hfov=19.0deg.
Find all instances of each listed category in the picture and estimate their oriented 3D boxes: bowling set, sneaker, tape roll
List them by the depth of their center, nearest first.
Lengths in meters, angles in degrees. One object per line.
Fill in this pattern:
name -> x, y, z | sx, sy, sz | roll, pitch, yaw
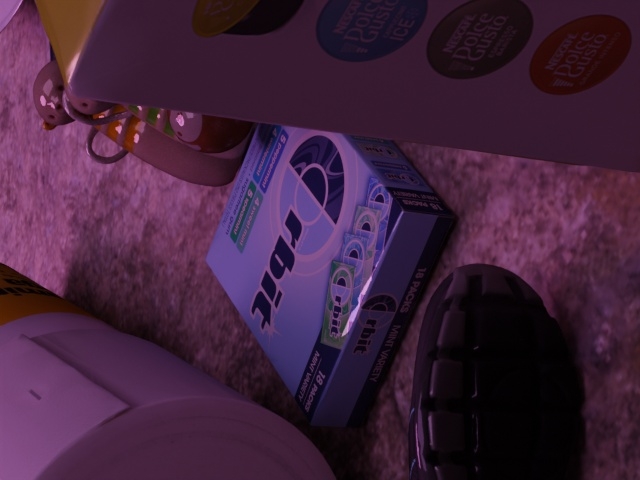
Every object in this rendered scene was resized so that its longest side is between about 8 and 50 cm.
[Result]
sneaker -> 0.071, 0.146, 1.004 | 0.106, 0.101, 0.267 | -16, 71, 59
tape roll -> -0.125, 0.191, 1.178 | 0.169, 0.246, 0.246 | 23, 105, 57
bowling set -> -0.096, -0.144, 1.211 | 0.200, 0.154, 0.287 | -74, 6, -68

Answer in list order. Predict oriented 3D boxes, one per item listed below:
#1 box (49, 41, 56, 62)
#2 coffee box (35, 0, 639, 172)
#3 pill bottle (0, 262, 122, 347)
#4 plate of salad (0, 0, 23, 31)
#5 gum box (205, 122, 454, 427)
box -> -0.133, -0.211, 1.439 | 0.233, 0.059, 0.183 | -26, 64, 54
coffee box -> 0.046, -0.276, 0.889 | 0.337, 0.334, 0.338 | -58, 40, 35
pill bottle -> -0.226, 0.128, 1.411 | 0.334, 0.188, 0.188 | 22, 104, 57
plate of salad -> -0.258, -0.265, 1.666 | 0.200, 0.048, 0.199 | -38, 44, 47
gum box -> 0.000, 0.000, 1.201 | 0.184, 0.041, 0.157 | 54, 129, 47
